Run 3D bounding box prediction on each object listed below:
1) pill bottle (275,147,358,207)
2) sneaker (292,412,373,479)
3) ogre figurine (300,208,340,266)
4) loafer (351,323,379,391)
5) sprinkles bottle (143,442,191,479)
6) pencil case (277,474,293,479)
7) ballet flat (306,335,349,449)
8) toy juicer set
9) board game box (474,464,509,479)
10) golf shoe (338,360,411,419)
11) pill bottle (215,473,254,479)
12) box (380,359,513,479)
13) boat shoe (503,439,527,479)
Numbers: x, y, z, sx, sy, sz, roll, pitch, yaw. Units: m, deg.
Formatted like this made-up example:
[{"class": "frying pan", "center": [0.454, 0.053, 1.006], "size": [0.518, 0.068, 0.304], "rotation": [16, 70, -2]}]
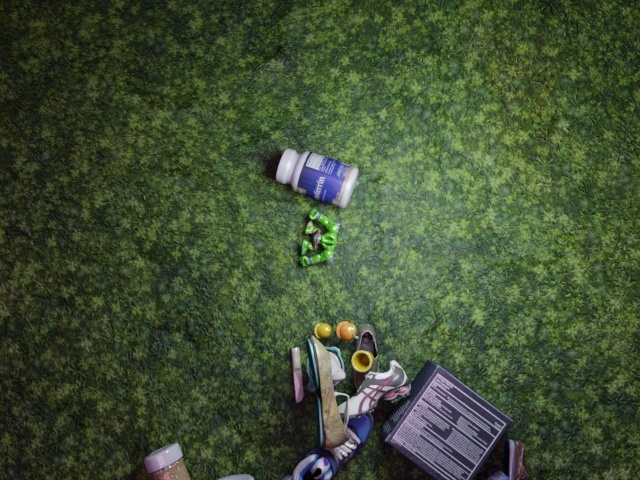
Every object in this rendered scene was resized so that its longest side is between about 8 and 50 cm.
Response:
[{"class": "pill bottle", "center": [-0.013, -0.223, 1.828], "size": [0.264, 0.153, 0.153], "rotation": [20, 84, 5]}, {"class": "sneaker", "center": [0.047, 0.684, 1.677], "size": [0.322, 0.236, 0.130], "rotation": [-40, 84, -3]}, {"class": "ogre figurine", "center": [0.000, 0.000, 1.832], "size": [0.118, 0.097, 0.197], "rotation": [12, 72, 15]}, {"class": "loafer", "center": [0.151, 0.413, 1.780], "size": [0.094, 0.087, 0.251], "rotation": [-3, 83, 1]}, {"class": "sprinkles bottle", "center": [-0.466, 0.864, 1.731], "size": [0.121, 0.121, 0.355], "rotation": [-23, 84, -1]}, {"class": "pencil case", "center": [-0.063, 0.909, 1.705], "size": [0.124, 0.113, 0.273], "rotation": [-37, 79, -19]}, {"class": "ballet flat", "center": [0.030, 0.469, 1.640], "size": [0.123, 0.123, 0.349], "rotation": [-8, 80, 1]}, {"class": "toy juicer set", "center": [0.002, 0.391, 1.753], "size": [0.329, 0.089, 0.209], "rotation": [-30, 75, 17]}, {"class": "board game box", "center": [0.510, 0.811, 1.699], "size": [0.201, 0.136, 0.035], "rotation": [-29, 83, -1]}, {"class": "golf shoe", "center": [0.159, 0.497, 1.716], "size": [0.272, 0.105, 0.120], "rotation": [-24, 84, -5]}, {"class": "pill bottle", "center": [-0.275, 0.931, 1.697], "size": [0.160, 0.160, 0.283], "rotation": [-9, 83, 1]}, {"class": "box", "center": [0.403, 0.600, 1.703], "size": [0.296, 0.183, 0.294], "rotation": [37, 87, 4]}, {"class": "boat shoe", "center": [0.650, 0.761, 1.735], "size": [0.066, 0.066, 0.183], "rotation": [6, 84, 1]}]
